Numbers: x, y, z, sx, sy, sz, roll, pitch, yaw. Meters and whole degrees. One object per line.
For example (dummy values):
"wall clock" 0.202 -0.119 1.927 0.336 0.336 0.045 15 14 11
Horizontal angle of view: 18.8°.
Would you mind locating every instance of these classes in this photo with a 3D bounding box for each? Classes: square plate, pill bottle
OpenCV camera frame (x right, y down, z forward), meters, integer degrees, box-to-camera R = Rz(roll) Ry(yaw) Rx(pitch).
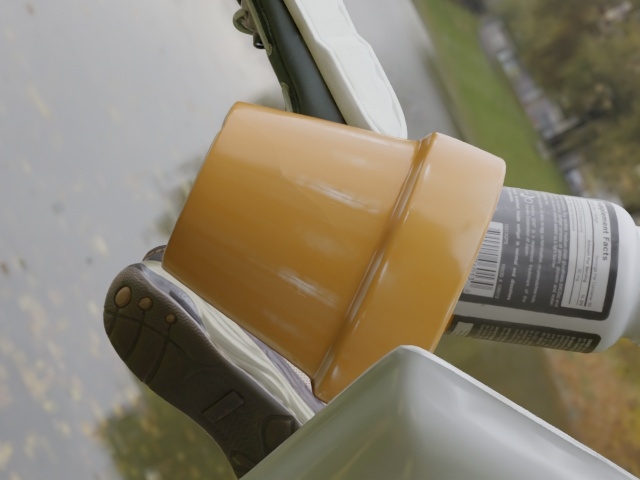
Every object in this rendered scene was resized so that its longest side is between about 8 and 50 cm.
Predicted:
"square plate" 0.092 0.231 1.107 0.344 0.347 0.049 32 47 -14
"pill bottle" 0.237 0.032 2.020 0.162 0.278 0.162 -172 -90 -83

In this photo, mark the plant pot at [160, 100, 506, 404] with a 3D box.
"plant pot" 0.000 0.000 1.333 0.188 0.205 0.205 24 10 -2

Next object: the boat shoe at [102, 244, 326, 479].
"boat shoe" -0.018 0.132 1.586 0.355 0.132 0.130 50 48 -9

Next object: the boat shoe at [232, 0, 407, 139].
"boat shoe" -0.039 -0.195 1.655 0.116 0.099 0.319 -4 65 -61
